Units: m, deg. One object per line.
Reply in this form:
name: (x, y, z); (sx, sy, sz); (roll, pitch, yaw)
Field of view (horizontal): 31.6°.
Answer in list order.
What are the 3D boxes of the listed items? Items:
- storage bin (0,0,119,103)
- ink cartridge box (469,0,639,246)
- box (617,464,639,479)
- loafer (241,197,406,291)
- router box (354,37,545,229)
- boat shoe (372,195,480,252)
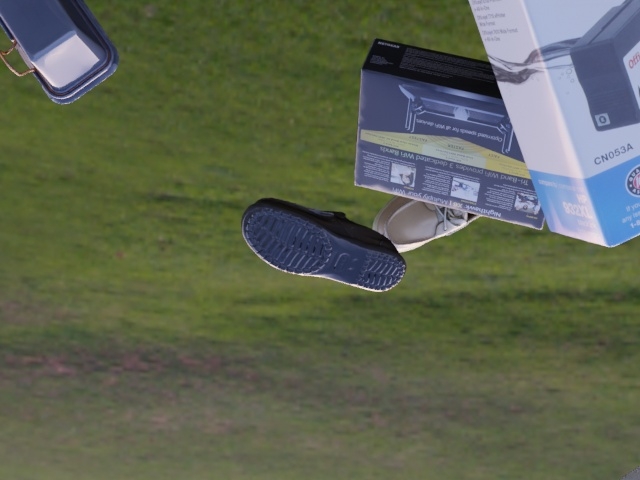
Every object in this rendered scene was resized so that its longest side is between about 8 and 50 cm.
storage bin: (-0.279, -0.213, 1.116); (0.098, 0.135, 0.091); (-35, 167, 0)
ink cartridge box: (0.282, -0.182, 1.040); (0.223, 0.307, 0.129); (-24, -167, -9)
box: (0.393, 0.386, 1.376); (0.232, 0.127, 0.148); (-30, 125, -13)
loafer: (0.000, 0.000, 1.405); (0.220, 0.078, 0.080); (22, 119, -22)
router box: (0.211, -0.157, 1.700); (0.309, 0.081, 0.243); (14, 140, 10)
boat shoe: (0.234, -0.062, 2.137); (0.302, 0.109, 0.098); (-23, -172, -27)
